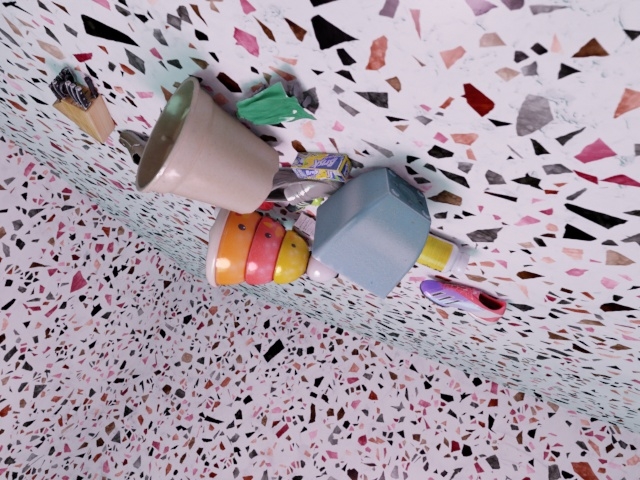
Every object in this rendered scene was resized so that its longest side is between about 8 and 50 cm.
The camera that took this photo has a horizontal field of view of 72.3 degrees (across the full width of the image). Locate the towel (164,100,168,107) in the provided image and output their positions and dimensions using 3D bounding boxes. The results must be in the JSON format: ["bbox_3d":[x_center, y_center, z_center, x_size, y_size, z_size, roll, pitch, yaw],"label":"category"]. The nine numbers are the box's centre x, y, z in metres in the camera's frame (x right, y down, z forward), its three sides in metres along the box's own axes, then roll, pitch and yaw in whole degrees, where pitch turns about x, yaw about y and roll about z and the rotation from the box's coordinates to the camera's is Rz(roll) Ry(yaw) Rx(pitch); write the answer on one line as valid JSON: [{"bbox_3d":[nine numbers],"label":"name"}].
[{"bbox_3d":[-0.428,-0.316,1.514,0.272,0.040,0.370,32,159,-17],"label":"towel"}]

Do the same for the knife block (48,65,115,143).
[{"bbox_3d":[-0.794,-0.459,1.505,0.242,0.088,0.275,9,154,39],"label":"knife block"}]

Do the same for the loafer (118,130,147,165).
[{"bbox_3d":[-0.691,-0.338,1.652,0.251,0.087,0.094,28,164,30],"label":"loafer"}]

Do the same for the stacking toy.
[{"bbox_3d":[-0.164,0.050,1.661,0.481,0.350,0.350,13,160,-1],"label":"stacking toy"}]

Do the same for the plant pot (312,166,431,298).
[{"bbox_3d":[0.156,-0.046,1.191,0.248,0.247,0.252,32,121,-19],"label":"plant pot"}]

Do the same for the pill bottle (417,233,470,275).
[{"bbox_3d":[0.369,0.042,1.387,0.184,0.103,0.103,23,160,6],"label":"pill bottle"}]

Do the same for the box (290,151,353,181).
[{"bbox_3d":[0.003,-0.210,1.245,0.169,0.059,0.054,11,157,34],"label":"box"}]

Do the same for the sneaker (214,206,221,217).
[{"bbox_3d":[-0.346,-0.049,1.987,0.169,0.108,0.292,18,158,27],"label":"sneaker"}]

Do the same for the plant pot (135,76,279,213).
[{"bbox_3d":[-0.298,-0.229,1.235,0.306,0.333,0.334,25,163,-34],"label":"plant pot"}]

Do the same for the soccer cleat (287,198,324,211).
[{"bbox_3d":[-0.061,-0.144,1.502,0.179,0.060,0.072,-10,132,47],"label":"soccer cleat"}]

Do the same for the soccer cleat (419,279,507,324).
[{"bbox_3d":[0.535,0.210,1.650,0.319,0.108,0.116,24,140,9],"label":"soccer cleat"}]

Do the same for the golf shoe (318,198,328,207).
[{"bbox_3d":[0.027,-0.100,1.467,0.086,0.069,0.176,16,153,-16],"label":"golf shoe"}]

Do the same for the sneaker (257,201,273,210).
[{"bbox_3d":[-0.205,-0.171,1.549,0.128,0.086,0.221,11,157,37],"label":"sneaker"}]

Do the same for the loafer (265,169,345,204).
[{"bbox_3d":[-0.061,-0.159,1.370,0.320,0.111,0.112,4,152,44],"label":"loafer"}]

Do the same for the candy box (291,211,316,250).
[{"bbox_3d":[0.000,0.000,1.710,0.234,0.071,0.159,33,162,4],"label":"candy box"}]

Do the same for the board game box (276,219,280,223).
[{"bbox_3d":[-0.245,-0.020,1.922,0.147,0.045,0.193,-13,161,-7],"label":"board game box"}]

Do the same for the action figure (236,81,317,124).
[{"bbox_3d":[-0.132,-0.334,1.086,0.232,0.063,0.137,2,152,40],"label":"action figure"}]

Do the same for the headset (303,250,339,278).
[{"bbox_3d":[-0.079,0.127,1.925,0.244,0.185,0.394,7,-173,-29],"label":"headset"}]
